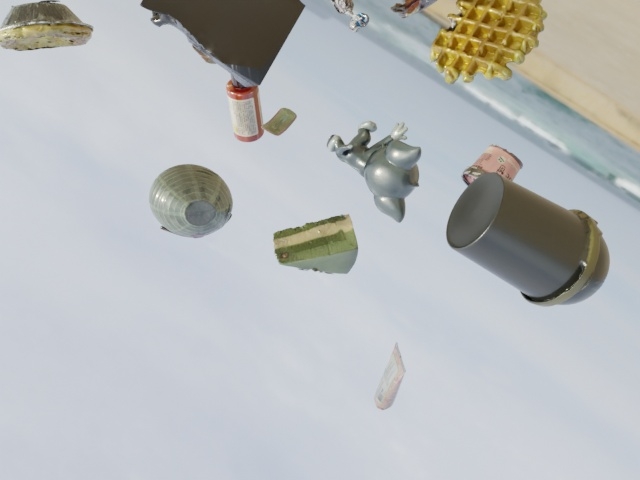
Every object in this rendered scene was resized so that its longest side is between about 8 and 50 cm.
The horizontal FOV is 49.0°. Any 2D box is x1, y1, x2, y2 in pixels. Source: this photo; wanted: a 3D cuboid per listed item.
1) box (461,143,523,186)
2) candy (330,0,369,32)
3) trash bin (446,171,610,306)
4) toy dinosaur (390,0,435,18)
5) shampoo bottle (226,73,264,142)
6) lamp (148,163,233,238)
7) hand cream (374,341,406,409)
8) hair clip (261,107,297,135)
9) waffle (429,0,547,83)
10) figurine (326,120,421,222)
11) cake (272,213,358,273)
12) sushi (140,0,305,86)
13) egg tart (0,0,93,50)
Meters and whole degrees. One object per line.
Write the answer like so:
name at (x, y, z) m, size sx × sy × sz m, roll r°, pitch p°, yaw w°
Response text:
box at (0.529, -0.208, 2.144) m, size 0.151 × 0.135 × 0.151 m, roll 38°, pitch 173°, yaw 5°
candy at (0.084, -0.768, 2.278) m, size 0.051 × 0.094 × 0.226 m, roll -20°, pitch -117°, yaw -32°
trash bin at (0.440, 0.011, 1.424) m, size 0.334 × 0.214 × 0.214 m, roll 29°, pitch -164°, yaw -20°
toy dinosaur at (0.243, -0.606, 1.629) m, size 0.113 × 0.206 × 0.327 m, roll 59°, pitch -155°, yaw -6°
shampoo bottle at (-0.245, -0.453, 2.254) m, size 0.104 × 0.278 × 0.104 m, roll -2°, pitch -133°, yaw 2°
lamp at (-0.395, -0.124, 2.161) m, size 0.265 × 0.233 × 0.233 m, roll -2°, pitch -150°, yaw -22°
hand cream at (0.145, 0.287, 1.438) m, size 0.043 × 0.209 × 0.067 m, roll -4°, pitch -127°, yaw -11°
hair clip at (-0.111, -0.313, 1.867) m, size 0.054 × 0.022 × 0.137 m, roll 28°, pitch -138°, yaw 8°
waffle at (0.378, -0.492, 1.620) m, size 0.065 × 0.283 × 0.309 m, roll 44°, pitch -148°, yaw -52°
figurine at (0.129, -0.194, 1.638) m, size 0.265 × 0.193 × 0.140 m, roll 32°, pitch -152°, yaw 15°
cake at (-0.006, 0.001, 2.420) m, size 0.284 × 0.172 × 0.158 m, roll 6°, pitch -128°, yaw -28°
sushi at (-0.169, -0.420, 1.214) m, size 0.227 × 0.215 × 0.212 m, roll 30°, pitch -179°, yaw -23°
egg tart at (-0.648, -0.500, 1.633) m, size 0.234 × 0.094 × 0.234 m, roll -5°, pitch -170°, yaw 1°
